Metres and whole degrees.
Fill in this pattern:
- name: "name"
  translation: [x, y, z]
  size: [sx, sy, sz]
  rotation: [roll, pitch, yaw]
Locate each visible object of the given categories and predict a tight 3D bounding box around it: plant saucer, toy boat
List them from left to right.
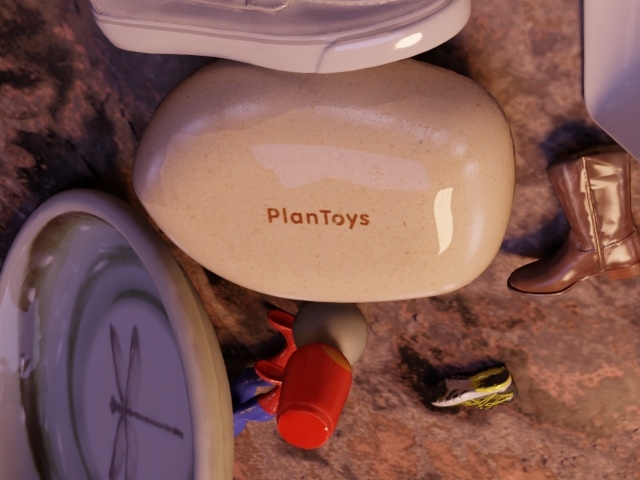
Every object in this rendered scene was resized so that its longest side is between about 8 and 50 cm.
- name: "plant saucer"
  translation: [-0.177, 0.155, 0.777]
  size: [0.100, 0.401, 0.400]
  rotation: [-1, 152, -41]
- name: "toy boat"
  translation: [0.000, 0.000, 0.659]
  size: [0.267, 0.148, 0.318]
  rotation: [8, 125, 9]

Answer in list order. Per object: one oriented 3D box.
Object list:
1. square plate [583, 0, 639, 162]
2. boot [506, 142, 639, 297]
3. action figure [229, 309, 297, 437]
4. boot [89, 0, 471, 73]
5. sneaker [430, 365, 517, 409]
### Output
- name: "square plate"
  translation: [0.212, -0.125, 0.350]
  size: [0.049, 0.344, 0.347]
  rotation: [-19, 129, -7]
- name: "boot"
  translation: [0.173, -0.015, 0.630]
  size: [0.106, 0.037, 0.114]
  rotation: [-15, 128, 16]
- name: "action figure"
  translation: [-0.125, 0.161, 0.876]
  size: [0.139, 0.091, 0.280]
  rotation: [24, 134, -9]
- name: "boot"
  translation: [-0.043, -0.178, 0.526]
  size: [0.258, 0.095, 0.123]
  rotation: [5, 139, 19]
- name: "sneaker"
  translation: [0.138, 0.140, 0.790]
  size: [0.083, 0.031, 0.035]
  rotation: [-20, 121, 35]
